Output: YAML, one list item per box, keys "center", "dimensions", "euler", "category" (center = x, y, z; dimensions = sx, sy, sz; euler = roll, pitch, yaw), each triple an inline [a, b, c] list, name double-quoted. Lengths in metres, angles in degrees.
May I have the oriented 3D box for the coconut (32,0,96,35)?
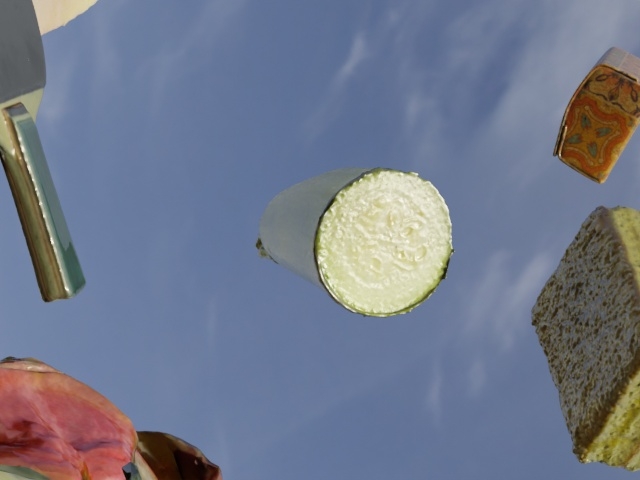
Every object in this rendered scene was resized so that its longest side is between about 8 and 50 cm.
- center: [-0.258, -0.238, 0.914]
  dimensions: [0.239, 0.239, 0.244]
  euler: [37, -44, 25]
  category: "coconut"

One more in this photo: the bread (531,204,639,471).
- center: [0.316, 0.096, 1.347]
  dimensions: [0.234, 0.111, 0.184]
  euler: [-97, -155, -50]
  category: "bread"

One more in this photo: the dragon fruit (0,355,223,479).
- center: [-0.161, 0.165, 0.643]
  dimensions: [0.226, 0.305, 0.305]
  euler: [-48, -110, 9]
  category: "dragon fruit"

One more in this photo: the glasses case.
- center: [0.215, -0.101, 0.986]
  dimensions: [0.049, 0.218, 0.075]
  euler: [31, -73, 7]
  category: "glasses case"

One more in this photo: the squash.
- center: [0.000, 0.000, 0.891]
  dimensions: [0.224, 0.094, 0.094]
  euler: [3, -71, 68]
  category: "squash"

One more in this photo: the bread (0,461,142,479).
- center: [-0.003, 0.171, 0.248]
  dimensions: [0.315, 0.248, 0.279]
  euler: [-4, -114, 31]
  category: "bread"

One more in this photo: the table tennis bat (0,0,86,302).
- center: [-0.182, -0.097, 0.725]
  dimensions: [0.021, 0.154, 0.274]
  euler: [-13, -79, 12]
  category: "table tennis bat"
